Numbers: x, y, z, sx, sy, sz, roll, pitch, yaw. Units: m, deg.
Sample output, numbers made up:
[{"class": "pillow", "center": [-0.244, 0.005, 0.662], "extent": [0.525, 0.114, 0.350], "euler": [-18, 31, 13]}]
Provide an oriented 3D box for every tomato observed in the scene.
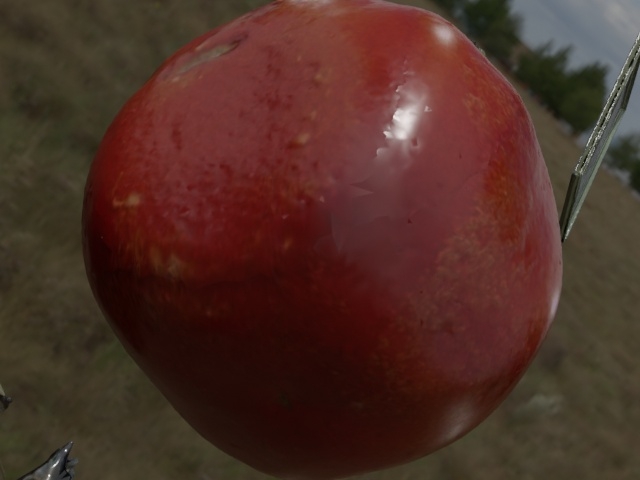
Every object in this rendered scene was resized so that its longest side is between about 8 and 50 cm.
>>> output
[{"class": "tomato", "center": [0.000, 0.000, 0.985], "extent": [0.290, 0.325, 0.293], "euler": [-69, 146, -45]}]

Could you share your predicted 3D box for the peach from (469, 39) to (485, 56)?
[{"class": "peach", "center": [0.063, -0.142, 1.786], "extent": [0.380, 0.306, 0.242], "euler": [10, 69, -53]}]

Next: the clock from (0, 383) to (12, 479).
[{"class": "clock", "center": [-0.330, 0.025, 1.021], "extent": [0.309, 0.114, 0.284], "euler": [56, -19, 33]}]

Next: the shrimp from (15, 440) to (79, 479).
[{"class": "shrimp", "center": [-0.256, 0.221, 0.770], "extent": [0.164, 0.317, 0.062], "euler": [19, -40, 30]}]

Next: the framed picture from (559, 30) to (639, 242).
[{"class": "framed picture", "center": [0.398, -0.143, 1.994], "extent": [0.017, 0.274, 0.217], "euler": [23, -23, 13]}]
